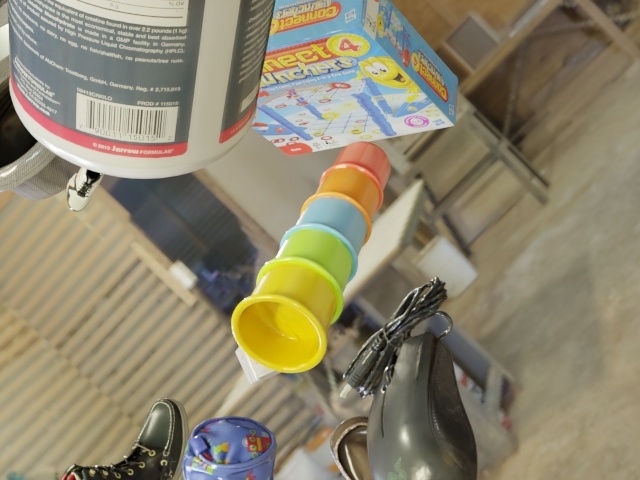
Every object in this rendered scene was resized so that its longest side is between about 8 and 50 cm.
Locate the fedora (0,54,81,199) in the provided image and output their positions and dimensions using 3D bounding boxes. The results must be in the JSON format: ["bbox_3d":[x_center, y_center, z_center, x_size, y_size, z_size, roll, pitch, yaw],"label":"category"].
[{"bbox_3d":[-0.439,-0.170,1.593,0.243,0.124,0.275,-26,49,16],"label":"fedora"}]

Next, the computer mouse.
[{"bbox_3d":[0.083,0.179,1.045,0.188,0.072,0.272,-55,31,32],"label":"computer mouse"}]

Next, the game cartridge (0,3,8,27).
[{"bbox_3d":[-0.422,-0.431,1.181,0.230,0.355,0.068,-20,29,22],"label":"game cartridge"}]

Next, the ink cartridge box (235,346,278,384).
[{"bbox_3d":[-0.065,0.173,1.604,0.115,0.067,0.198,-23,-6,-12],"label":"ink cartridge box"}]

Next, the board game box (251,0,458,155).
[{"bbox_3d":[0.003,-0.247,1.513,0.308,0.302,0.086,-8,66,31],"label":"board game box"}]

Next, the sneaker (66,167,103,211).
[{"bbox_3d":[-0.343,-0.085,1.484,0.109,0.040,0.044,-60,22,25],"label":"sneaker"}]

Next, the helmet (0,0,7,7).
[{"bbox_3d":[-0.360,-0.244,0.882,0.161,0.169,0.169,-37,-4,-44],"label":"helmet"}]

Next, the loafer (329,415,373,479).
[{"bbox_3d":[0.162,0.444,1.752,0.134,0.366,0.130,-46,-14,-5],"label":"loafer"}]

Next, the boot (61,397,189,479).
[{"bbox_3d":[-0.304,0.352,1.577,0.085,0.178,0.236,8,78,38],"label":"boot"}]

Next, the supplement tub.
[{"bbox_3d":[-0.123,-0.197,0.714,0.191,0.191,0.272,-49,-18,-43],"label":"supplement tub"}]

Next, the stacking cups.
[{"bbox_3d":[0.000,0.000,1.068,0.096,0.096,0.316,-44,14,36],"label":"stacking cups"}]

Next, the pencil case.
[{"bbox_3d":[-0.135,0.399,1.414,0.119,0.133,0.306,-142,53,-57],"label":"pencil case"}]
